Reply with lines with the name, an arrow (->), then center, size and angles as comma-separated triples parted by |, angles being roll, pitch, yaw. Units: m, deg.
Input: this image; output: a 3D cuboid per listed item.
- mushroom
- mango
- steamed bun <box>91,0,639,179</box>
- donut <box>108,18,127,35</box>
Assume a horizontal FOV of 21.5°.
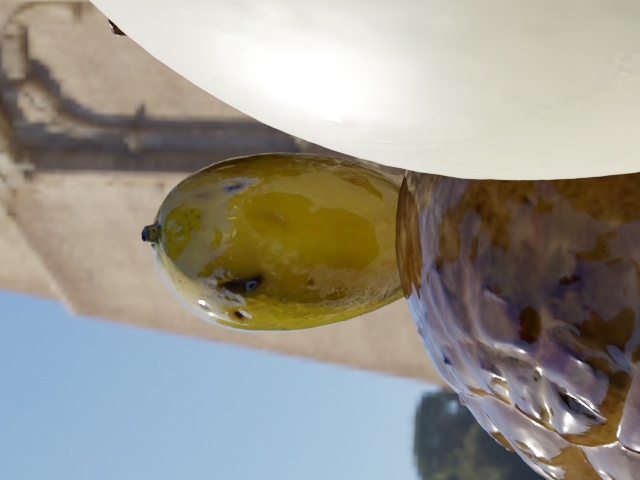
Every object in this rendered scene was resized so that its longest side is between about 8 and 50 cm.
mushroom -> 0.136, 0.028, 0.568 | 0.153, 0.253, 0.253 | -59, -22, -13
mango -> 0.000, 0.000, 0.729 | 0.161, 0.103, 0.076 | -5, -99, -46
steamed bun -> 0.055, -0.200, 0.386 | 0.334, 0.334, 0.373 | -47, -44, -69
donut -> -0.060, -0.216, 0.889 | 0.085, 0.141, 0.217 | -79, -6, -56
